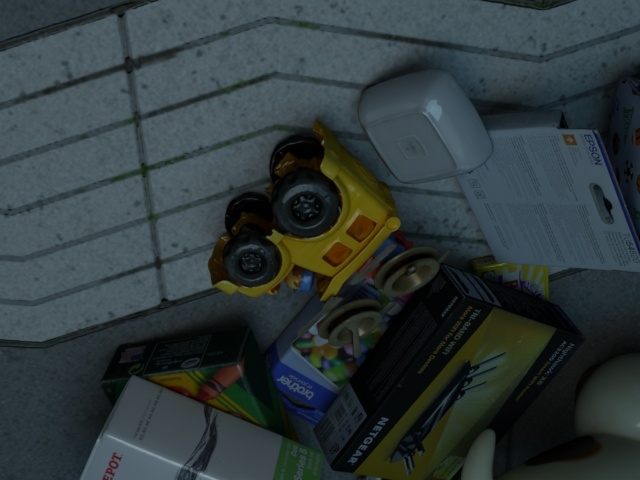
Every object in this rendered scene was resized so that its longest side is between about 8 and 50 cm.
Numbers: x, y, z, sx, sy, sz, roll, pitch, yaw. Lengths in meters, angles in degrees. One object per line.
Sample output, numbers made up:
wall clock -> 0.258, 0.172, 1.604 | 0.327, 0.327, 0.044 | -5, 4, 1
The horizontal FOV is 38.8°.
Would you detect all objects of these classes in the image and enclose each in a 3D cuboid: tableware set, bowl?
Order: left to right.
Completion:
tableware set -> 0.074, 0.077, 1.111 | 0.128, 0.039, 0.194 | 6, 138, -47
bowl -> 0.118, -0.124, 1.083 | 0.142, 0.053, 0.142 | -9, 128, 42

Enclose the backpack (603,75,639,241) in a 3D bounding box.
backpack -> 0.465, -0.088, 1.087 | 0.213, 0.263, 0.276 | -11, 121, -4

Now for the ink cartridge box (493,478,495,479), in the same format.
ink cartridge box -> 0.218, 0.516, 1.428 | 0.171, 0.168, 0.232 | 4, 117, -13

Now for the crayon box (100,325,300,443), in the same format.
crayon box -> -0.141, 0.276, 1.251 | 0.202, 0.081, 0.318 | -11, 122, 17

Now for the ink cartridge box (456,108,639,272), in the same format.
ink cartridge box -> 0.278, -0.058, 1.113 | 0.045, 0.224, 0.223 | -50, 125, -30

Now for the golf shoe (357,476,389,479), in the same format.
golf shoe -> 0.089, 0.391, 1.386 | 0.069, 0.086, 0.176 | 1, 120, -13

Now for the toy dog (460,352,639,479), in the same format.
toy dog -> 0.388, 0.337, 1.246 | 0.395, 0.284, 0.408 | 44, 63, 0

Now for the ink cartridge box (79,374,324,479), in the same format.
ink cartridge box -> -0.161, 0.317, 1.163 | 0.273, 0.114, 0.198 | 24, 124, -6

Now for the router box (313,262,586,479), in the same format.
router box -> 0.173, 0.196, 1.235 | 0.243, 0.081, 0.308 | 18, 116, -34

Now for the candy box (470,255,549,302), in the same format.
candy box -> 0.274, 0.108, 1.296 | 0.105, 0.027, 0.205 | -14, 120, -5

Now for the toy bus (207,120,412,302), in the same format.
toy bus -> 0.000, 0.000, 1.111 | 0.211, 0.149, 0.220 | 36, 108, -21

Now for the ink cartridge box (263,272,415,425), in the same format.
ink cartridge box -> 0.052, 0.147, 1.261 | 0.186, 0.065, 0.311 | 33, 110, -24
